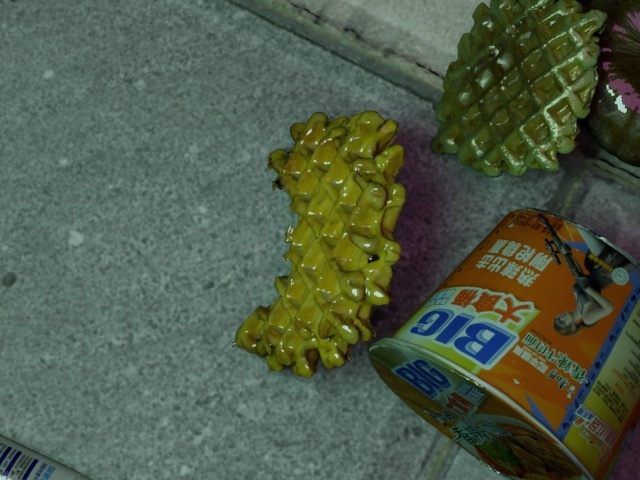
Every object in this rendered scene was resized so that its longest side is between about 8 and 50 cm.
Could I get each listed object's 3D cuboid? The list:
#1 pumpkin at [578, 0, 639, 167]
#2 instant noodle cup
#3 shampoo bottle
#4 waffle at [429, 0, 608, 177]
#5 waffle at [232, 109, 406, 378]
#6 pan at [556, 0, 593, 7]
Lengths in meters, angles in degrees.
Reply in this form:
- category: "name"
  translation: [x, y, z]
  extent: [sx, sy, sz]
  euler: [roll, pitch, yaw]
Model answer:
- category: "pumpkin"
  translation: [0.377, -0.187, 1.872]
  extent: [0.219, 0.162, 0.219]
  euler: [0, 76, 1]
- category: "instant noodle cup"
  translation: [0.226, 0.113, 1.773]
  extent: [0.296, 0.296, 0.214]
  euler: [35, 76, 6]
- category: "shampoo bottle"
  translation: [-0.326, 0.268, 1.836]
  extent: [0.303, 0.092, 0.092]
  euler: [24, 82, 4]
- category: "waffle"
  translation: [0.215, -0.172, 1.866]
  extent: [0.054, 0.208, 0.214]
  euler: [15, 92, -41]
- category: "waffle"
  translation: [0.000, 0.000, 1.806]
  extent: [0.069, 0.260, 0.293]
  euler: [14, 78, -31]
- category: "pan"
  translation: [0.315, -0.285, 1.952]
  extent: [0.115, 0.023, 0.068]
  euler: [-9, 68, -2]
